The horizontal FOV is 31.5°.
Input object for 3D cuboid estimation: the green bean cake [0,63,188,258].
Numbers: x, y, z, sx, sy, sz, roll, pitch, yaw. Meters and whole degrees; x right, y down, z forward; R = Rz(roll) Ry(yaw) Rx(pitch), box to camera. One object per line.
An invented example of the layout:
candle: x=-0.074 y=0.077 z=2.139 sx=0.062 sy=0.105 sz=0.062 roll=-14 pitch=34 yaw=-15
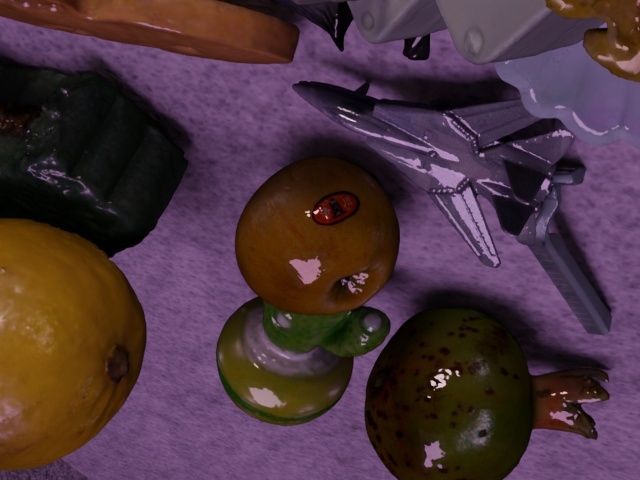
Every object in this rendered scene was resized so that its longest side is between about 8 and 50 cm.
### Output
green bean cake: x=-0.350 y=-0.107 z=1.353 sx=0.300 sy=0.169 sz=0.308 roll=38 pitch=149 yaw=-25

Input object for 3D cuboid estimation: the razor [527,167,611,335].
razor: x=0.252 y=0.022 z=1.189 sx=0.111 sy=0.056 sz=0.278 roll=2 pitch=144 yaw=35

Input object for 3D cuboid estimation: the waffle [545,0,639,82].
waffle: x=0.239 y=-0.212 z=0.538 sx=0.302 sy=0.068 sz=0.325 roll=28 pitch=112 yaw=-22

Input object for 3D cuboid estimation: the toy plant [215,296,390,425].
toy plant: x=-0.024 y=0.099 z=1.447 sx=0.224 sy=0.184 sz=0.316 roll=38 pitch=145 yaw=16

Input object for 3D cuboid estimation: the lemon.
lemon: x=-0.347 y=0.113 z=1.268 sx=0.297 sy=0.297 sz=0.297 roll=20 pitch=152 yaw=11

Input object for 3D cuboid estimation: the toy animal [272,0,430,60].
toy animal: x=-0.012 y=-0.210 z=0.950 sx=0.210 sy=0.117 sz=0.121 roll=12 pitch=156 yaw=21

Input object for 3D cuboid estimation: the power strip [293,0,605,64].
power strip: x=0.083 y=-0.221 z=0.724 sx=0.261 sy=0.141 sz=0.229 roll=-38 pitch=70 yaw=60

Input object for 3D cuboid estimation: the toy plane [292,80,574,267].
toy plane: x=0.099 y=-0.101 z=1.078 sx=0.267 sy=0.088 sz=0.212 roll=30 pitch=138 yaw=18

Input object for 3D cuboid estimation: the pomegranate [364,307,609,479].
pomegranate: x=0.193 y=0.214 z=1.384 sx=0.286 sy=0.231 sz=0.231 roll=23 pitch=152 yaw=7

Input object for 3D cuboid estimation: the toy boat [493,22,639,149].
toy boat: x=0.227 y=-0.185 z=0.811 sx=0.199 sy=0.100 sz=0.290 roll=19 pitch=152 yaw=12

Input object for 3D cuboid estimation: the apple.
apple: x=0.000 y=0.000 z=1.229 sx=0.155 sy=0.182 sz=0.182 roll=51 pitch=164 yaw=28

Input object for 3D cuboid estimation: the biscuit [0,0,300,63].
biscuit: x=-0.195 y=-0.208 z=1.035 sx=0.355 sy=0.052 sz=0.275 roll=13 pitch=-174 yaw=1
